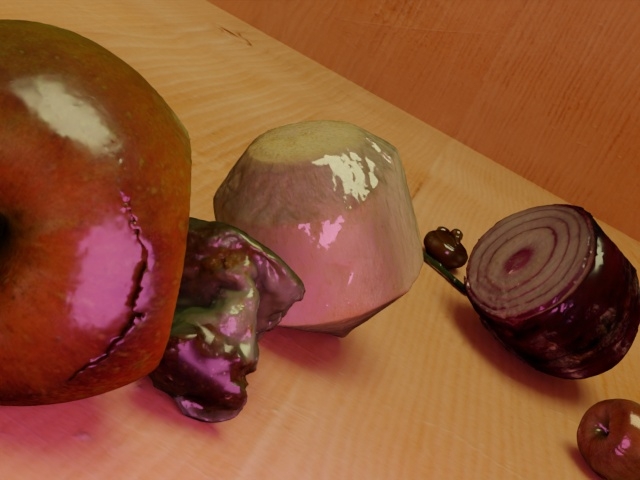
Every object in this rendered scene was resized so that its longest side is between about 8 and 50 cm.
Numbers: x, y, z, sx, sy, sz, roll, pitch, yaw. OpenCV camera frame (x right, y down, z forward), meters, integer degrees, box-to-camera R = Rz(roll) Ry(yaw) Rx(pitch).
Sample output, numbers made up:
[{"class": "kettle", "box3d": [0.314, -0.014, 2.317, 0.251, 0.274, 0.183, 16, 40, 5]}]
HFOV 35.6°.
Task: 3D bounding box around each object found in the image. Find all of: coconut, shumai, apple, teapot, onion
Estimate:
[{"class": "coconut", "box3d": [0.000, 0.000, 1.405, 0.329, 0.328, 0.329, 26, 18, -9]}, {"class": "shumai", "box3d": [-0.158, 0.096, 1.163, 0.222, 0.203, 0.272, 32, -20, -15]}, {"class": "apple", "box3d": [0.450, 0.298, 1.489, 0.102, 0.126, 0.126, 34, 14, -26]}, {"class": "teapot", "box3d": [0.267, 0.007, 2.082, 0.098, 0.078, 0.129, 29, 16, -12]}, {"class": "apple", "box3d": [-0.287, -0.025, 0.995, 0.384, 0.374, 0.374, 58, 17, -6]}, {"class": "onion", "box3d": [0.435, 0.099, 1.782, 0.260, 0.282, 0.337, 42, 0, -28]}]

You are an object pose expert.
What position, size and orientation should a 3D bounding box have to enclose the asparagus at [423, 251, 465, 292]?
[{"class": "asparagus", "box3d": [0.225, 0.039, 2.033, 0.023, 0.022, 0.233, -21, 47, -30]}]
